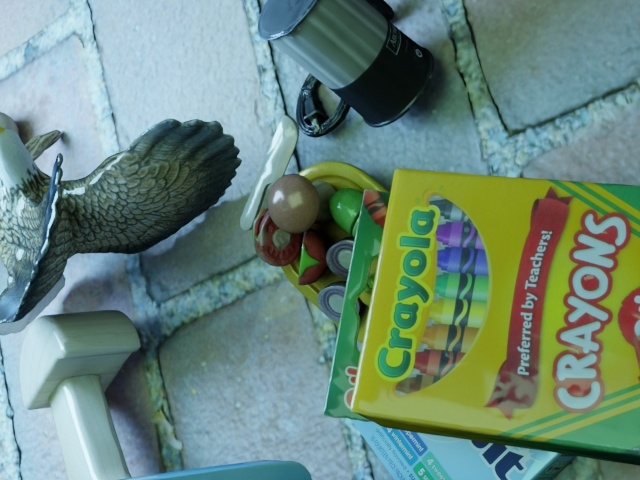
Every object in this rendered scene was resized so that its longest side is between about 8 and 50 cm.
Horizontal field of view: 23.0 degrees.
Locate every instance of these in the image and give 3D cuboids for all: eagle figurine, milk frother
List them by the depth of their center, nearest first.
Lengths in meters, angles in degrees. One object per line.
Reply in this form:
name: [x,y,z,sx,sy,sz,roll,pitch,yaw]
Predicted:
milk frother: [-0.002,-0.159,1.363,0.143,0.135,0.129,-42,31,19]
eagle figurine: [-0.243,-0.022,1.450,0.298,0.225,0.226,9,75,42]

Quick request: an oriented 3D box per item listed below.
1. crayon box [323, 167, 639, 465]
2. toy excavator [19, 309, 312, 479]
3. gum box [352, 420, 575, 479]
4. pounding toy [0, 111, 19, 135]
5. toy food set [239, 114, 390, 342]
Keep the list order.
crayon box: [0.150,0.056,1.206,0.318,0.081,0.202,5,77,24]
toy excavator: [-0.136,0.265,1.328,0.445,0.222,0.433,-13,82,57]
gum box: [0.131,0.138,1.282,0.184,0.041,0.157,-48,60,20]
pounding toy: [-0.422,-0.040,1.674,0.183,0.110,0.237,24,67,46]
toy food set: [0.000,0.000,1.360,0.218,0.071,0.128,40,114,24]
